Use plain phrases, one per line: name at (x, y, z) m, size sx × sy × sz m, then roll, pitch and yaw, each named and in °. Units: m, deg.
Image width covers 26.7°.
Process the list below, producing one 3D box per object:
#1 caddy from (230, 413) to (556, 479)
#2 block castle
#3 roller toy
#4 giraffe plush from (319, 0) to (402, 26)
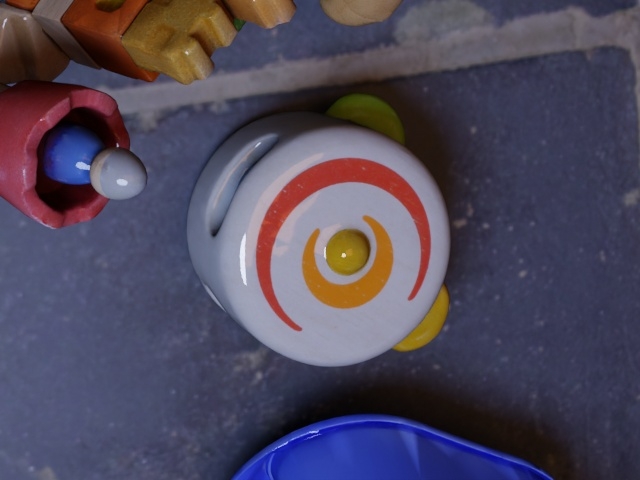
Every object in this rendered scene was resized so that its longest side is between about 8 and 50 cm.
caddy at (0.073, 0.279, 1.144) m, size 0.341 × 0.179 × 0.241 m, roll 22°, pitch 114°, yaw -24°
block castle at (-0.120, -0.257, 0.774) m, size 0.453 × 0.213 × 0.303 m, roll -58°, pitch 147°, yaw -16°
roller toy at (0.000, 0.000, 1.071) m, size 0.191 × 0.146 × 0.209 m, roll -14°, pitch 106°, yaw -17°
giraffe plush at (0.005, -0.232, 1.027) m, size 0.170 × 0.181 × 0.210 m, roll 33°, pitch 72°, yaw -34°
